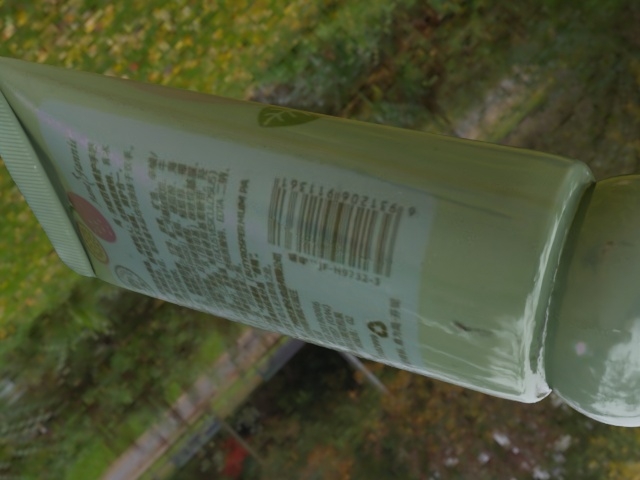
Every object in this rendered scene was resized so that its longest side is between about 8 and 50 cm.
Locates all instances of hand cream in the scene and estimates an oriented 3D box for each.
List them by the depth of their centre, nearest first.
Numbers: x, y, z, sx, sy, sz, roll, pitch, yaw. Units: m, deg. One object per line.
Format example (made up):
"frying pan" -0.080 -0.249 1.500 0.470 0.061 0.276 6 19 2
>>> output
"hand cream" 0.000 0.000 0.493 0.147 0.305 0.093 74 34 -50
